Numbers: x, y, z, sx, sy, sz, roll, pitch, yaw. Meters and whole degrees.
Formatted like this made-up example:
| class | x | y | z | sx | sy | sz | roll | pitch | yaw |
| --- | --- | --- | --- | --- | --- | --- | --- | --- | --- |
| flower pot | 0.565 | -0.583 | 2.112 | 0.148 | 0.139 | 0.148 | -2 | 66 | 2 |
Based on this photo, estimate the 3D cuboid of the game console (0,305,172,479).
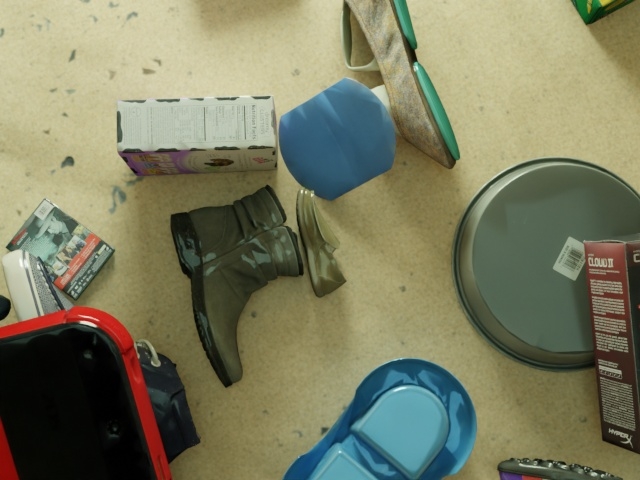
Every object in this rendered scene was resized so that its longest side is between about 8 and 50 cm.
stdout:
| class | x | y | z | sx | sy | sz | roll | pitch | yaw |
| --- | --- | --- | --- | --- | --- | --- | --- | --- | --- |
| game console | -0.355 | 0.296 | 1.421 | 0.342 | 0.060 | 0.386 | -15 | 96 | 1 |

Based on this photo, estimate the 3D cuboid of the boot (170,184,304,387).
| class | x | y | z | sx | sy | sz | roll | pitch | yaw |
| --- | --- | --- | --- | --- | --- | --- | --- | --- | --- |
| boot | -0.093 | 0.056 | 1.543 | 0.161 | 0.083 | 0.246 | -14 | 84 | -9 |

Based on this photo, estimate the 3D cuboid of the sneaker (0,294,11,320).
| class | x | y | z | sx | sy | sz | roll | pitch | yaw |
| --- | --- | --- | --- | --- | --- | --- | --- | --- | --- |
| sneaker | -0.513 | 0.004 | 1.527 | 0.283 | 0.110 | 0.122 | 31 | 79 | 3 |

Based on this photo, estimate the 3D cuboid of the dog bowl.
| class | x | y | z | sx | sy | sz | roll | pitch | yaw |
| --- | --- | --- | --- | --- | --- | --- | --- | --- | --- |
| dog bowl | 0.071 | 0.286 | 1.512 | 0.166 | 0.074 | 0.297 | 40 | 84 | 5 |

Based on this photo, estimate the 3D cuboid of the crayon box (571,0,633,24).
| class | x | y | z | sx | sy | sz | roll | pitch | yaw |
| --- | --- | --- | --- | --- | --- | --- | --- | --- | --- |
| crayon box | 0.449 | -0.438 | 1.621 | 0.278 | 0.081 | 0.165 | -29 | 83 | -5 |

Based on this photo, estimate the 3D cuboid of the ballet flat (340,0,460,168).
| class | x | y | z | sx | sy | sz | roll | pitch | yaw |
| --- | --- | --- | --- | --- | --- | --- | --- | --- | --- |
| ballet flat | 0.093 | -0.228 | 1.587 | 0.106 | 0.107 | 0.316 | -21 | 77 | 16 |

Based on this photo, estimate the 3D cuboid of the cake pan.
| class | x | y | z | sx | sy | sz | roll | pitch | yaw |
| --- | --- | --- | --- | --- | --- | --- | --- | --- | --- |
| cake pan | 0.322 | 0.027 | 1.565 | 0.293 | 0.054 | 0.293 | 0 | 82 | -2 |

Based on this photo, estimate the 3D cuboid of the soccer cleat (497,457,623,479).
| class | x | y | z | sx | sy | sz | roll | pitch | yaw |
| --- | --- | --- | --- | --- | --- | --- | --- | --- | --- |
| soccer cleat | 0.371 | 0.357 | 1.494 | 0.318 | 0.108 | 0.116 | 16 | 86 | -1 |

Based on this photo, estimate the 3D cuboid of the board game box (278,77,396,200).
| class | x | y | z | sx | sy | sz | roll | pitch | yaw |
| --- | --- | --- | --- | --- | --- | --- | --- | --- | --- |
| board game box | 0.028 | -0.135 | 1.574 | 0.169 | 0.033 | 0.133 | -28 | 93 | 29 |

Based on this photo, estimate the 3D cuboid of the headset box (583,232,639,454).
| class | x | y | z | sx | sy | sz | roll | pitch | yaw |
| --- | --- | --- | --- | --- | --- | --- | --- | --- | --- |
| headset box | 0.460 | 0.102 | 1.482 | 0.218 | 0.110 | 0.293 | -7 | 93 | -15 |

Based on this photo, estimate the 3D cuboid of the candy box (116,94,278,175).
| class | x | y | z | sx | sy | sz | roll | pitch | yaw |
| --- | --- | --- | --- | --- | --- | --- | --- | --- | --- |
| candy box | -0.153 | -0.133 | 1.523 | 0.196 | 0.165 | 0.070 | -2 | 83 | -2 |

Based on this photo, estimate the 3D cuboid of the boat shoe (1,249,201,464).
| class | x | y | z | sx | sy | sz | roll | pitch | yaw |
| --- | --- | --- | --- | --- | --- | --- | --- | --- | --- |
| boat shoe | -0.274 | 0.149 | 1.510 | 0.158 | 0.127 | 0.340 | -23 | 92 | -8 |

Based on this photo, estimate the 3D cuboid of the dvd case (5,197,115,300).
| class | x | y | z | sx | sy | sz | roll | pitch | yaw |
| --- | --- | --- | --- | --- | --- | --- | --- | --- | --- |
| dvd case | -0.346 | 0.011 | 1.575 | 0.119 | 0.013 | 0.087 | 36 | 83 | 3 |

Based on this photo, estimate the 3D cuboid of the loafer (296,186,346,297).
| class | x | y | z | sx | sy | sz | roll | pitch | yaw |
| --- | --- | --- | --- | --- | --- | --- | --- | --- | --- |
| loafer | 0.000 | 0.000 | 1.565 | 0.050 | 0.056 | 0.148 | -11 | 92 | -3 |
